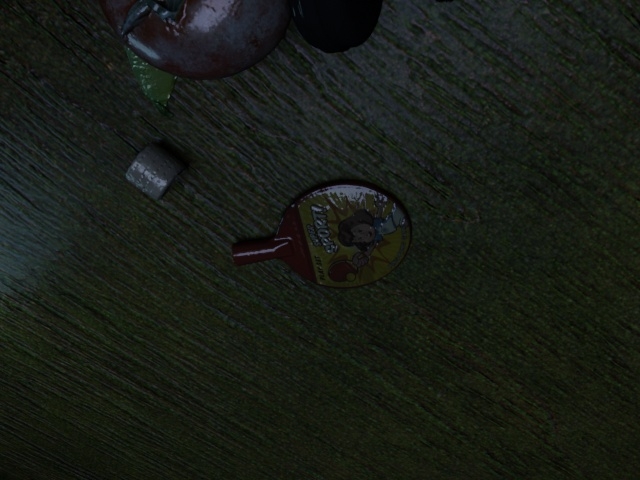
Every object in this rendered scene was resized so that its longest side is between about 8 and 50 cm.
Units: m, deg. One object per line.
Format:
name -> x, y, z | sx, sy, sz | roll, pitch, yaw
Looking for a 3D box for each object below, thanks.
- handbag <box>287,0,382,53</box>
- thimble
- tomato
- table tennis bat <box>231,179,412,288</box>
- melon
handbag -> 0.026, -0.447, 0.745 | 0.093, 0.254, 0.308 | 10, 139, 24
thimble -> -0.346, -0.145, 1.043 | 0.090, 0.115, 0.102 | 37, 119, -12
tomato -> -0.192, -0.416, 0.777 | 0.316, 0.282, 0.317 | 3, 116, 7
table tennis bat -> 0.000, 0.000, 1.121 | 0.414, 0.051, 0.268 | -9, 117, 9
melon -> -0.320, -0.372, 0.966 | 0.113, 0.053, 0.262 | -4, 124, -11
